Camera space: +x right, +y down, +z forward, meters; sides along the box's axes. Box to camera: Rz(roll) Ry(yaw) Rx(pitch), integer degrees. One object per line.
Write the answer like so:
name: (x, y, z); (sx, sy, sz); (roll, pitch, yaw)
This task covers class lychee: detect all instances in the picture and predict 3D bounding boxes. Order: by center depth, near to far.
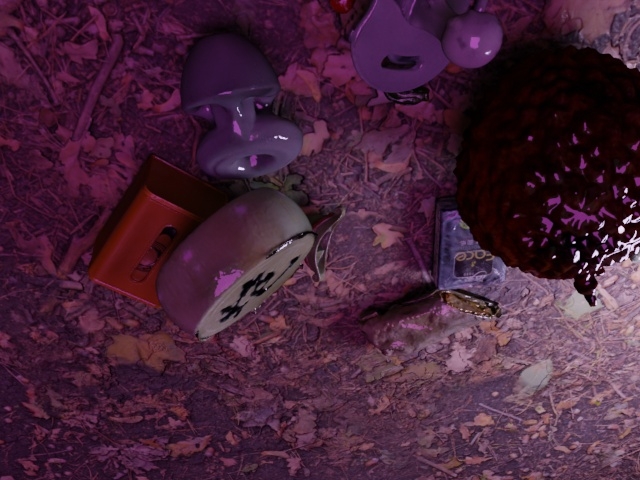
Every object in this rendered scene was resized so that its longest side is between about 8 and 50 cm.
lychee: (0.466, -0.111, 1.238); (0.424, 0.424, 0.500); (-8, 102, 1)

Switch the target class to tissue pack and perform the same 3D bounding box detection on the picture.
tissue pack: (-0.353, -0.013, 1.405); (0.194, 0.145, 0.274); (28, 120, -22)
tissue pack: (0.350, 0.003, 1.522); (0.173, 0.073, 0.236); (-5, 127, -2)

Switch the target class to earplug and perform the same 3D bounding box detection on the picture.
earplug: (-0.153, -0.236, 1.243); (0.214, 0.175, 0.326); (-15, 137, 1)

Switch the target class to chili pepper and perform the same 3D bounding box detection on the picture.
chili pepper: (0.058, -0.474, 1.152); (0.045, 0.027, 0.178); (14, 124, -15)
chili pepper: (0.159, -0.299, 1.297); (0.117, 0.035, 0.055); (25, 110, -11)

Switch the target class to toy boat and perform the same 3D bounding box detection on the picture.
toy boat: (-0.001, 0.000, 1.477); (0.071, 0.089, 0.185); (25, 107, 20)

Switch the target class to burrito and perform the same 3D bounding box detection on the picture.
burrito: (0.277, 0.198, 1.655); (0.347, 0.107, 0.175); (-21, 140, 14)

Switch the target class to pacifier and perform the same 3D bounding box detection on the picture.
pacifier: (0.212, -0.379, 1.100); (0.288, 0.269, 0.343); (-9, 137, -30)

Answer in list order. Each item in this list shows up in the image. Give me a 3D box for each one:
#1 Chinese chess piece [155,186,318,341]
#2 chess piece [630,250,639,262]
Chinese chess piece: (-0.169, 0.051, 1.346); (0.146, 0.349, 0.349); (47, 119, 11)
chess piece: (0.815, -0.021, 1.517); (0.175, 0.176, 0.298); (-17, 140, 8)
